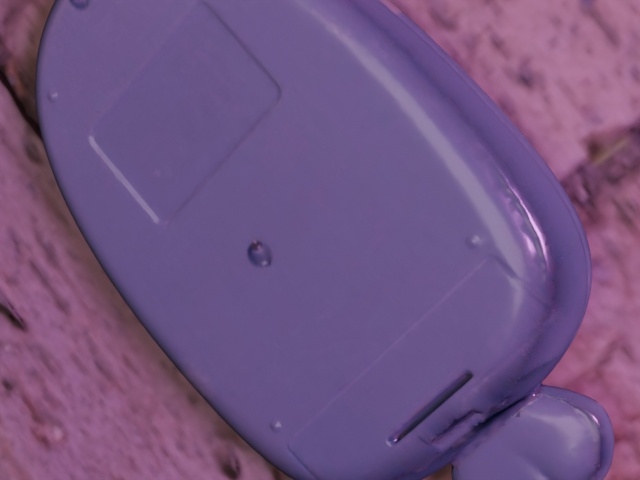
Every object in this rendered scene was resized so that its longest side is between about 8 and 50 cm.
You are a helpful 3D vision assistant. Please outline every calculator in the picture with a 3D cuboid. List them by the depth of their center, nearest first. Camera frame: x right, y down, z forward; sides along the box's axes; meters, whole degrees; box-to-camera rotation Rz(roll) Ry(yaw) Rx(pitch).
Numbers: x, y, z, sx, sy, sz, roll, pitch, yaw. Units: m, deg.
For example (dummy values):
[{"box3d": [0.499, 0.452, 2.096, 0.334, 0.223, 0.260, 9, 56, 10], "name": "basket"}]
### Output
[{"box3d": [0.000, 0.000, 0.643, 0.302, 0.042, 0.188, 48, 121, 8], "name": "calculator"}]
